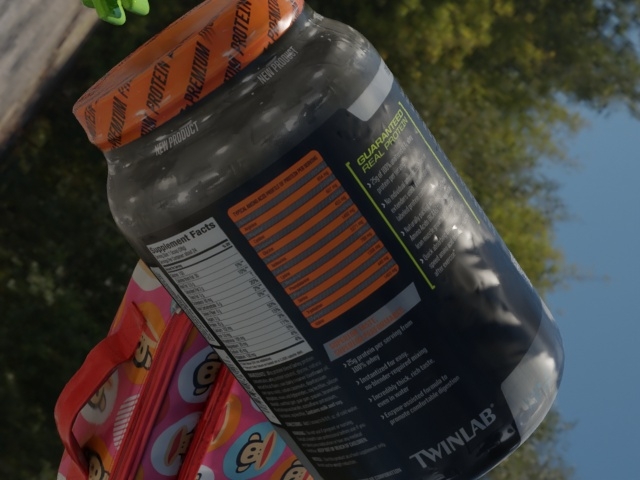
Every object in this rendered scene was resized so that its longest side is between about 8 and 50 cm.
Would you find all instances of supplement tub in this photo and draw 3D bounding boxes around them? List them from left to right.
[{"bbox_3d":[0.000,0.000,0.824,0.207,0.338,0.207,-32,-163,11],"label":"supplement tub"}]

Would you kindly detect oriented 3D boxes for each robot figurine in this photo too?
[{"bbox_3d":[-0.188,-0.249,1.069,0.101,0.115,0.067,-18,176,16],"label":"robot figurine"}]

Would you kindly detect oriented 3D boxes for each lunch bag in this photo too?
[{"bbox_3d":[-0.099,0.129,1.028,0.120,0.258,0.293,42,-61,40],"label":"lunch bag"}]
